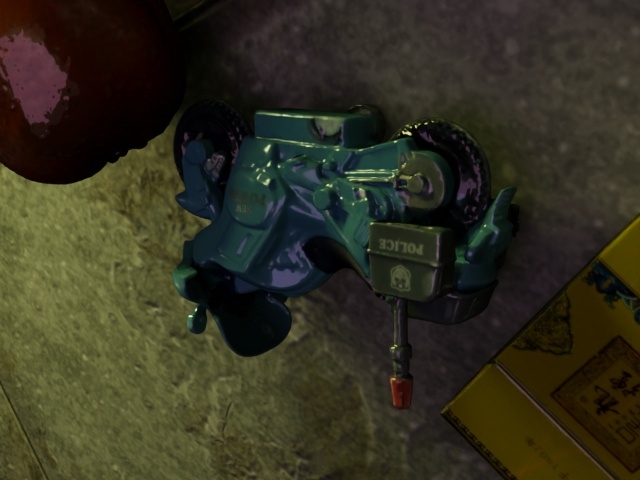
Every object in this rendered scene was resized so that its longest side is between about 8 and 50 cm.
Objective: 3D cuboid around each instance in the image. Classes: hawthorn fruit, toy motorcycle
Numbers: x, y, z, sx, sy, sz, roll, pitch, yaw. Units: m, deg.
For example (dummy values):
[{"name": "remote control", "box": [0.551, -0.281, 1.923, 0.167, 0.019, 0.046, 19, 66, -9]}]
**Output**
[{"name": "hawthorn fruit", "box": [-0.191, -0.140, 0.668, 0.169, 0.169, 0.188, -29, 103, 42]}, {"name": "toy motorcycle", "box": [0.000, 0.000, 0.624, 0.272, 0.124, 0.182, 10, 106, 35]}]

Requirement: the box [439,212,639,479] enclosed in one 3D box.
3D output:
[{"name": "box", "box": [0.205, 0.081, 0.557, 0.153, 0.041, 0.279, 44, 130, 11]}]
